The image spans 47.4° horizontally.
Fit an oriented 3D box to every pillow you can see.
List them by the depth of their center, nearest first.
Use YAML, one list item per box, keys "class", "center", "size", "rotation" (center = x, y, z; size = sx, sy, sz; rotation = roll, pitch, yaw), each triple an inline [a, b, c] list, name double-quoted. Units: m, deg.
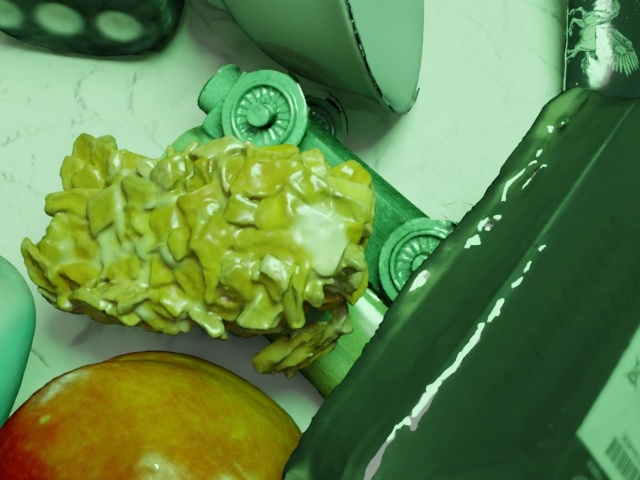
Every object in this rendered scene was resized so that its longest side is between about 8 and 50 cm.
- class: "pillow"
  center: [0.287, -0.198, 0.675]
  size: [0.141, 0.055, 0.209]
  rotation: [5, 87, -5]

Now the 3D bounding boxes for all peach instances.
- class: "peach"
  center: [-0.094, 0.184, 0.445]
  size: [0.243, 0.199, 0.244]
  rotation: [31, 33, -23]

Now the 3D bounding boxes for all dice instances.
- class: "dice"
  center: [-0.207, -0.278, 0.615]
  size: [0.182, 0.181, 0.183]
  rotation: [4, 70, -1]

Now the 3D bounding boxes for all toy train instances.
- class: "toy train"
  center: [0.001, 0.001, 0.573]
  size: [0.307, 0.126, 0.189]
  rotation: [43, 110, 11]

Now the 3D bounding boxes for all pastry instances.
- class: "pastry"
  center: [-0.073, 0.008, 0.478]
  size: [0.249, 0.102, 0.154]
  rotation: [9, 90, 23]

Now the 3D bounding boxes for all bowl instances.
- class: "bowl"
  center: [-0.019, -0.267, 0.583]
  size: [0.157, 0.345, 0.346]
  rotation: [-1, 68, 18]

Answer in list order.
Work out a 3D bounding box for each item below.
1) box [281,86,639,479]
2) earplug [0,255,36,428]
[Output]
- class: "box"
  center: [0.185, 0.126, 0.469]
  size: [0.350, 0.091, 0.359]
  rotation: [-49, 117, -18]
- class: "earplug"
  center: [-0.294, 0.136, 0.422]
  size: [0.185, 0.185, 0.324]
  rotation: [34, 80, 8]
